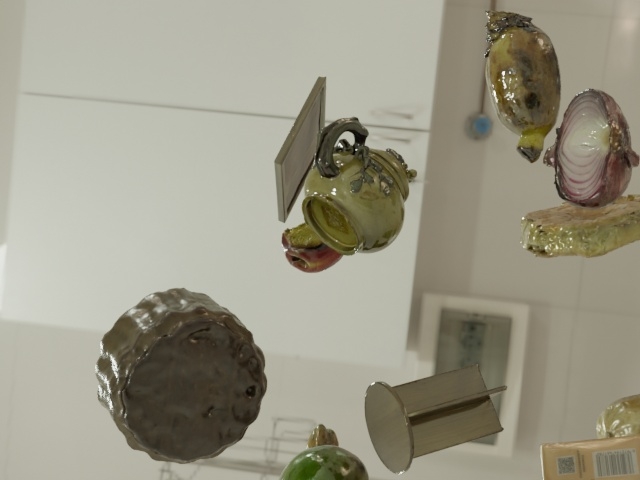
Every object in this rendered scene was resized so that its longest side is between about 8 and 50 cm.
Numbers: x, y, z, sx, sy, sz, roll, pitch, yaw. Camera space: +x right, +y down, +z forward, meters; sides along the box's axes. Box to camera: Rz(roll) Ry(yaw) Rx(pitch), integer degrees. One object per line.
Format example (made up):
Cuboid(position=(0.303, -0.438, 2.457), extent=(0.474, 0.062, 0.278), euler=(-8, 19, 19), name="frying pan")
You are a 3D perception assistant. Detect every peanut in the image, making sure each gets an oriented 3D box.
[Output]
Cuboid(position=(0.703, 0.390, 1.954), extent=(0.129, 0.224, 0.129), euler=(56, -164, -26), name="peanut")

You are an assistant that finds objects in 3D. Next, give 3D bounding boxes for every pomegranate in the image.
Cuboid(position=(0.028, 0.506, 1.941), extent=(0.159, 0.190, 0.241), euler=(-53, -5, 31), name="pomegranate")

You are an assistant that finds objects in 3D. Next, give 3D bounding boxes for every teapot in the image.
Cuboid(position=(0.069, -0.087, 1.434), extent=(0.182, 0.173, 0.269), euler=(-43, -48, -26), name="teapot")

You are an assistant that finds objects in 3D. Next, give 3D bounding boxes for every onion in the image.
Cuboid(position=(0.439, -0.135, 1.446), extent=(0.151, 0.098, 0.205), euler=(-20, 56, 59), name="onion")

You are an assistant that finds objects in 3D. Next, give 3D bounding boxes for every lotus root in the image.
Cuboid(position=(0.406, -0.311, 1.807), extent=(0.169, 0.142, 0.314), euler=(-41, -60, -83), name="lotus root")

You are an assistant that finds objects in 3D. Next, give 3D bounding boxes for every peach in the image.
Cuboid(position=(0.000, 0.005, 1.963), extent=(0.172, 0.127, 0.092), euler=(-37, -49, -30), name="peach")

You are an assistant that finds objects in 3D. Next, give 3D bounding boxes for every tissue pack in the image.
Cuboid(position=(0.527, 0.527, 1.617), extent=(0.238, 0.239, 0.305), euler=(86, -173, -58), name="tissue pack")

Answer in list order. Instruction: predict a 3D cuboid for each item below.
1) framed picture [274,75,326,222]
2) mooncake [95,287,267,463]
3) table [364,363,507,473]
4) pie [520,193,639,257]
Cuboid(position=(-0.040, -0.180, 1.851), extent=(0.289, 0.020, 0.211), euler=(91, -157, -68), name="framed picture")
Cuboid(position=(-0.260, 0.264, 1.740), extent=(0.187, 0.324, 0.323), euler=(27, 115, 61), name="mooncake")
Cuboid(position=(0.217, 0.312, 1.653), extent=(0.167, 0.227, 0.167), euler=(40, 135, 55), name="table")
Cuboid(position=(0.591, -0.038, 1.980), extent=(0.339, 0.340, 0.083), euler=(-58, -46, -76), name="pie")
